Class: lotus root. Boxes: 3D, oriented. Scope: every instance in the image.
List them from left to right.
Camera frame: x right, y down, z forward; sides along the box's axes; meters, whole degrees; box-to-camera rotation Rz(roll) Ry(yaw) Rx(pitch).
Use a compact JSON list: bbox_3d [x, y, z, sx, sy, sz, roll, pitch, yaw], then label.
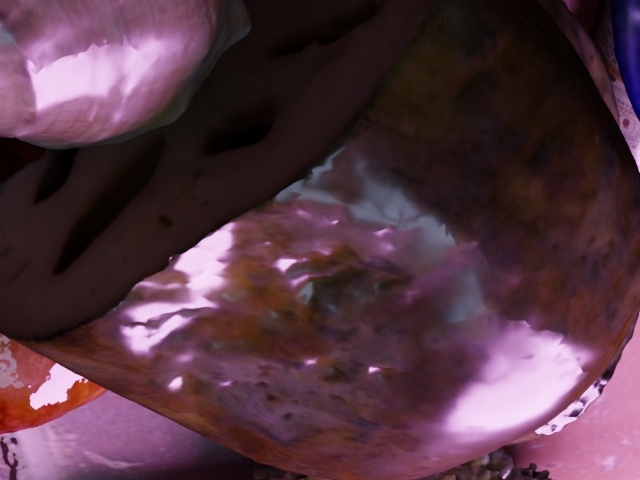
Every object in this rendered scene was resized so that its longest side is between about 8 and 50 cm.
[{"bbox_3d":[0.028,0.020,0.874,0.267,0.149,0.260,-36,130,18],"label":"lotus root"}]

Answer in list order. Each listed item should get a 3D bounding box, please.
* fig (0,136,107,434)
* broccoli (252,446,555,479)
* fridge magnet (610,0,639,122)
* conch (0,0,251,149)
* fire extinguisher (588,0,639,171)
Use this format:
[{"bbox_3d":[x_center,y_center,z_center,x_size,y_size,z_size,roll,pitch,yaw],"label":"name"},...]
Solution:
[{"bbox_3d":[-0.177,0.008,0.985,0.149,0.148,0.202,-30,123,15],"label":"fig"},{"bbox_3d":[0.022,0.255,1.320,0.375,0.302,0.249,-6,112,9],"label":"broccoli"},{"bbox_3d":[0.238,-0.123,0.798,0.265,0.112,0.265,-16,130,-21],"label":"fridge magnet"},{"bbox_3d":[-0.183,-0.104,0.739,0.263,0.186,0.324,-24,171,39],"label":"conch"},{"bbox_3d":[0.146,-0.079,0.960,0.099,0.071,0.231,9,150,-2],"label":"fire extinguisher"}]
